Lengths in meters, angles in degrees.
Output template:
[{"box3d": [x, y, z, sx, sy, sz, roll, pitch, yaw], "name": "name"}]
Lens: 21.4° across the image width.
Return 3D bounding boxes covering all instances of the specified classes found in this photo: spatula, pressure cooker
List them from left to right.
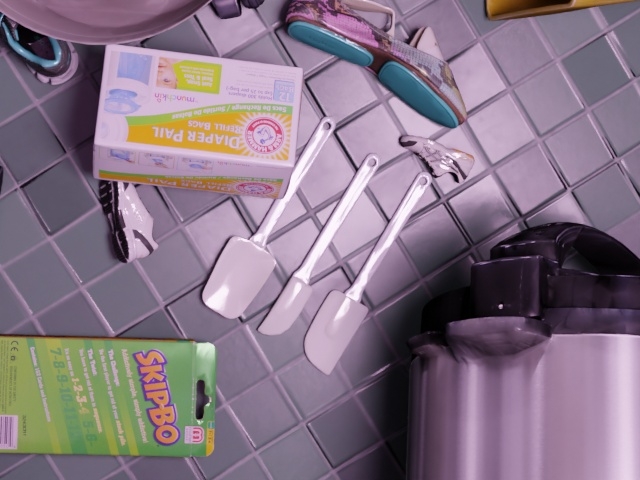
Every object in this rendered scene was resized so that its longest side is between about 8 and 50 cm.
[{"box3d": [0.000, 0.000, 1.803, 0.168, 0.019, 0.242, 31, 90, -5], "name": "spatula"}, {"box3d": [0.258, 0.194, 1.645, 0.375, 0.370, 0.420, 5, 74, -7], "name": "pressure cooker"}]

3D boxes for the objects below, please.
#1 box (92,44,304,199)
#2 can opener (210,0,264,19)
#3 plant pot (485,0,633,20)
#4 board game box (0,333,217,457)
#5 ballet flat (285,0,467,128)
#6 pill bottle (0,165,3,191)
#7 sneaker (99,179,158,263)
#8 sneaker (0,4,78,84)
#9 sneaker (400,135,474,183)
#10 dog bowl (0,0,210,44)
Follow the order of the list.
[{"box3d": [-0.125, -0.119, 1.727, 0.203, 0.103, 0.114, 6, 72, -6], "name": "box"}, {"box3d": [-0.099, -0.325, 1.754, 0.073, 0.059, 0.186, -15, 95, -4], "name": "can opener"}, {"box3d": [0.297, -0.335, 1.729, 0.187, 0.212, 0.212, -1, 94, -18], "name": "plant pot"}, {"box3d": [-0.240, 0.163, 1.782, 0.259, 0.039, 0.124, 2, 94, -3], "name": "board game box"}, {"box3d": [0.070, -0.203, 1.777, 0.221, 0.077, 0.079, 29, 71, -6], "name": "ballet flat"}, {"box3d": [-0.437, -0.054, 1.706, 0.219, 0.123, 0.123, 13, 92, -6], "name": "pill bottle"}, {"box3d": [-0.200, -0.031, 1.778, 0.043, 0.040, 0.109, -10, 88, -35], "name": "sneaker"}, {"box3d": [-0.313, -0.230, 1.731, 0.166, 0.076, 0.065, 42, 88, -6], "name": "sneaker"}, {"box3d": [0.121, -0.086, 1.803, 0.083, 0.032, 0.037, 20, 91, -6], "name": "sneaker"}, {"box3d": [-0.214, -0.373, 1.666, 0.348, 0.102, 0.349, 2, 107, 7], "name": "dog bowl"}]
